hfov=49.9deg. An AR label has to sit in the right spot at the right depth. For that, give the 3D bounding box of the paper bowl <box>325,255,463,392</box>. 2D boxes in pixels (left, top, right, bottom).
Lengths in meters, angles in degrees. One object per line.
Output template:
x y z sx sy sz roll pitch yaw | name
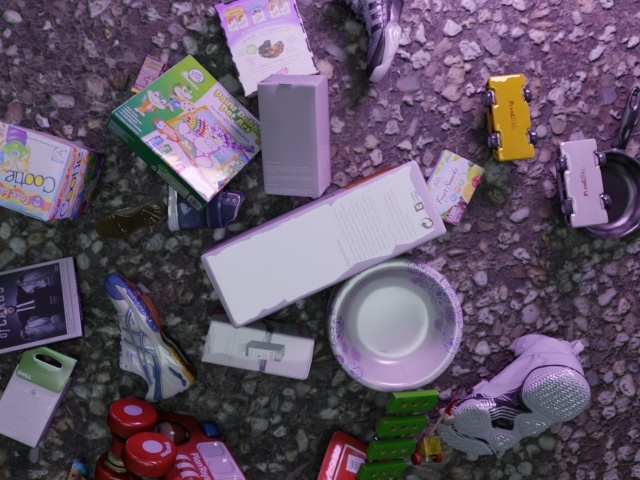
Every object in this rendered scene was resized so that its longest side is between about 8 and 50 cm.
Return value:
0.151 0.172 1.480 0.284 0.148 0.284 0 95 -5 | paper bowl

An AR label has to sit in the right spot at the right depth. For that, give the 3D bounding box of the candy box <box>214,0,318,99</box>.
-0.113 -0.416 1.448 0.165 0.070 0.196 -18 95 -3 | candy box

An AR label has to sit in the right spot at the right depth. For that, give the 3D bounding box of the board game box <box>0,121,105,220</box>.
-0.534 -0.132 1.333 0.144 0.275 0.142 20 93 -7 | board game box

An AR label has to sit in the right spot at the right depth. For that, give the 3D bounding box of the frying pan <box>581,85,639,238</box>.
0.634 -0.165 1.542 0.197 0.053 0.326 -11 94 -3 | frying pan

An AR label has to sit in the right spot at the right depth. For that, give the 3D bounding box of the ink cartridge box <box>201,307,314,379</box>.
-0.130 0.217 1.454 0.218 0.158 0.092 13 93 -6 | ink cartridge box

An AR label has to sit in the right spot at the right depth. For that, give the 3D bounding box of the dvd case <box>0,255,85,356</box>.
-0.623 0.143 1.439 0.239 0.029 0.179 -12 72 -4 | dvd case

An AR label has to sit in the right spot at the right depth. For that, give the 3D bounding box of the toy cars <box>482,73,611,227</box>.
0.481 -0.189 1.494 0.394 0.087 0.176 43 85 1 | toy cars

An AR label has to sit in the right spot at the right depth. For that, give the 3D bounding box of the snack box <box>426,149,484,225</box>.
0.285 -0.116 1.523 0.100 0.037 0.141 25 92 -5 | snack box

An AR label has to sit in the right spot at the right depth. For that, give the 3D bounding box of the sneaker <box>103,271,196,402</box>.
-0.391 0.213 1.457 0.131 0.112 0.296 -31 96 -1 | sneaker

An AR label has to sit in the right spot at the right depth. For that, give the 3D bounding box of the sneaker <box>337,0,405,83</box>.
0.095 -0.472 1.450 0.153 0.101 0.268 12 88 -5 | sneaker

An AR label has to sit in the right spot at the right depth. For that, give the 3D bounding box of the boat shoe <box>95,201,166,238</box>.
-0.405 -0.047 1.472 0.153 0.048 0.056 -21 108 4 | boat shoe

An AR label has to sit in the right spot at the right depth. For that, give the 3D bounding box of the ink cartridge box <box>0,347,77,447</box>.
-0.607 0.321 1.471 0.109 0.062 0.209 26 91 -6 | ink cartridge box

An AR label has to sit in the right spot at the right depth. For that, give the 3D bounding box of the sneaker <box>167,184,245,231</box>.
-0.240 -0.132 1.447 0.164 0.086 0.226 0 102 4 | sneaker

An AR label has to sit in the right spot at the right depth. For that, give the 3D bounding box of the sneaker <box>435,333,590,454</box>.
0.430 0.337 1.529 0.366 0.210 0.137 -34 97 33 | sneaker

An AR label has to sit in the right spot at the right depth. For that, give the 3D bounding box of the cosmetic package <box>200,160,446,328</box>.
0.000 0.000 1.414 0.453 0.230 0.161 -25 96 -3 | cosmetic package

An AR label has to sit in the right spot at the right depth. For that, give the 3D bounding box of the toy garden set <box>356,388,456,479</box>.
0.196 0.403 1.471 0.204 0.049 0.244 3 121 -28 | toy garden set

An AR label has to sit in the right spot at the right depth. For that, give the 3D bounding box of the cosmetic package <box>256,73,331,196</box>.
-0.051 -0.214 1.403 0.127 0.107 0.237 7 113 14 | cosmetic package

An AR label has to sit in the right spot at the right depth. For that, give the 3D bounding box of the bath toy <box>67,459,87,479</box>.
-0.370 0.561 1.487 0.348 0.129 0.151 9 138 -4 | bath toy

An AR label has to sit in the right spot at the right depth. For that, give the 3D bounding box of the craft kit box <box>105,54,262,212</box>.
-0.256 -0.221 1.393 0.250 0.061 0.246 43 49 -7 | craft kit box

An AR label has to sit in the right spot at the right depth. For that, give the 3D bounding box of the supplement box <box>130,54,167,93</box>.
-0.359 -0.340 1.442 0.043 0.055 0.083 24 93 -8 | supplement box

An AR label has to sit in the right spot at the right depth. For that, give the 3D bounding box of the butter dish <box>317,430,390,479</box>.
0.057 0.532 1.523 0.160 0.118 0.159 30 51 -8 | butter dish

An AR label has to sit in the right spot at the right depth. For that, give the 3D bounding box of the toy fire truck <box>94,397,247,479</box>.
-0.306 0.446 1.407 0.254 0.302 0.169 6 108 -33 | toy fire truck
